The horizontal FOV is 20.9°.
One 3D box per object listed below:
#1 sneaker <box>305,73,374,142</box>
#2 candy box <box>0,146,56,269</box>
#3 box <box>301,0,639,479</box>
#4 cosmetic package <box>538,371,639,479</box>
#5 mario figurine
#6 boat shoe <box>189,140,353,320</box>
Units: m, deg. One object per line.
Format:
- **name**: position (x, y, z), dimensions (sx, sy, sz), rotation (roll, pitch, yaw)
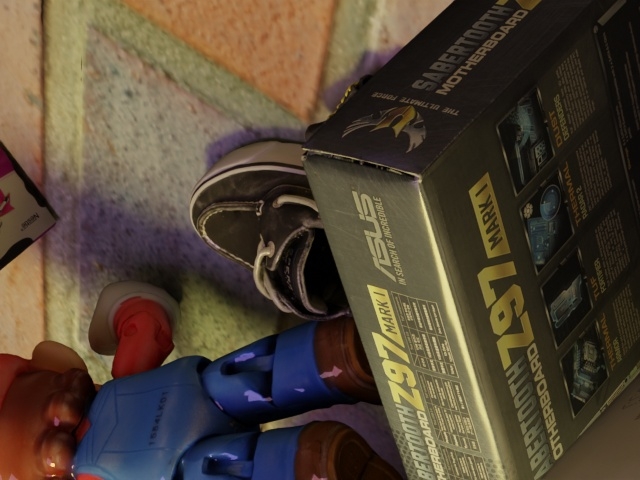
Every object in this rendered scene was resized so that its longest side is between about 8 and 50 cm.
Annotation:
- **sneaker**: position (0.022, -0.062, 0.835), dimensions (0.083, 0.031, 0.035), rotation (-9, 106, 47)
- **candy box**: position (-0.299, 0.026, 1.162), dimensions (0.233, 0.159, 0.071), rotation (-14, 115, 54)
- **box**: position (0.095, 0.009, 0.687), dimensions (0.059, 0.183, 0.232), rotation (14, 137, 39)
- **cosmetic package**: position (0.255, 0.195, 0.626), dimensions (0.156, 0.217, 0.385), rotation (-29, 97, 46)
- **mario figurine**: position (-0.081, 0.123, 1.009), dimensions (0.321, 0.198, 0.170), rotation (-8, 113, 35)
- **boat shoe**: position (0.000, 0.000, 0.885), dimensions (0.219, 0.070, 0.077), rotation (5, 130, 45)
